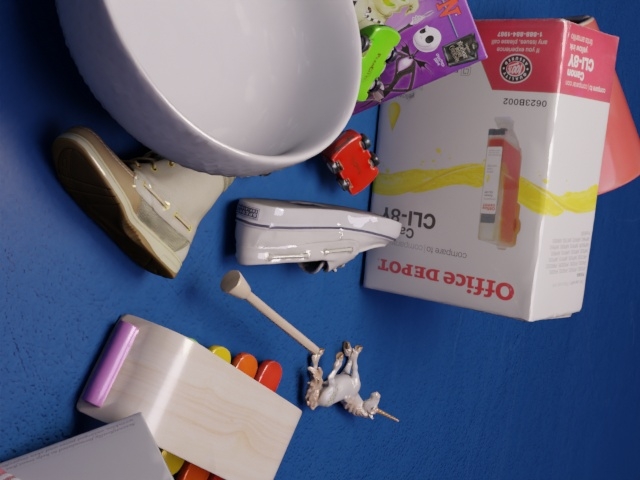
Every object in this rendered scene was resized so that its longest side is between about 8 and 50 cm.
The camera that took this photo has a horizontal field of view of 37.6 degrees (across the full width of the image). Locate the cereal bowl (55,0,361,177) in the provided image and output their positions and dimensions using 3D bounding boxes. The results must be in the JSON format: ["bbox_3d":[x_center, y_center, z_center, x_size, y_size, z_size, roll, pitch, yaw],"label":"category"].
[{"bbox_3d":[-0.119,-0.215,0.915,0.339,0.141,0.339,21,61,-44],"label":"cereal bowl"}]

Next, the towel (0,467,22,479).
[{"bbox_3d":[-0.306,0.246,0.783,0.144,0.197,0.029,-29,124,-44],"label":"towel"}]

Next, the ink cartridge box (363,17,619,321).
[{"bbox_3d":[0.226,-0.100,1.294,0.160,0.279,0.384,-3,100,-50],"label":"ink cartridge box"}]

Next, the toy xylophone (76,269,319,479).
[{"bbox_3d":[-0.117,0.178,1.093,0.236,0.081,0.322,-60,138,-23],"label":"toy xylophone"}]

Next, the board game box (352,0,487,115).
[{"bbox_3d":[0.045,-0.312,1.097,0.347,0.208,0.056,56,13,-41],"label":"board game box"}]

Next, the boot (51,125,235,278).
[{"bbox_3d":[-0.171,-0.082,0.972,0.165,0.077,0.213,-58,142,-24],"label":"boot"}]

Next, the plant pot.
[{"bbox_3d":[0.348,-0.207,1.463,0.275,0.275,0.243,-31,111,-43],"label":"plant pot"}]

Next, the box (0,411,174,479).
[{"bbox_3d":[-0.216,0.276,0.869,0.181,0.182,0.119,-18,115,-17],"label":"box"}]

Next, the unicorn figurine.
[{"bbox_3d":[0.034,0.201,1.314,0.162,0.060,0.111,-2,100,-35],"label":"unicorn figurine"}]

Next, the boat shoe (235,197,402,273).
[{"bbox_3d":[0.000,0.000,1.190,0.267,0.096,0.088,2,101,-50],"label":"boat shoe"}]

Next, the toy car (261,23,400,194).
[{"bbox_3d":[0.019,-0.168,1.142,0.239,0.053,0.225,5,123,-47],"label":"toy car"}]
